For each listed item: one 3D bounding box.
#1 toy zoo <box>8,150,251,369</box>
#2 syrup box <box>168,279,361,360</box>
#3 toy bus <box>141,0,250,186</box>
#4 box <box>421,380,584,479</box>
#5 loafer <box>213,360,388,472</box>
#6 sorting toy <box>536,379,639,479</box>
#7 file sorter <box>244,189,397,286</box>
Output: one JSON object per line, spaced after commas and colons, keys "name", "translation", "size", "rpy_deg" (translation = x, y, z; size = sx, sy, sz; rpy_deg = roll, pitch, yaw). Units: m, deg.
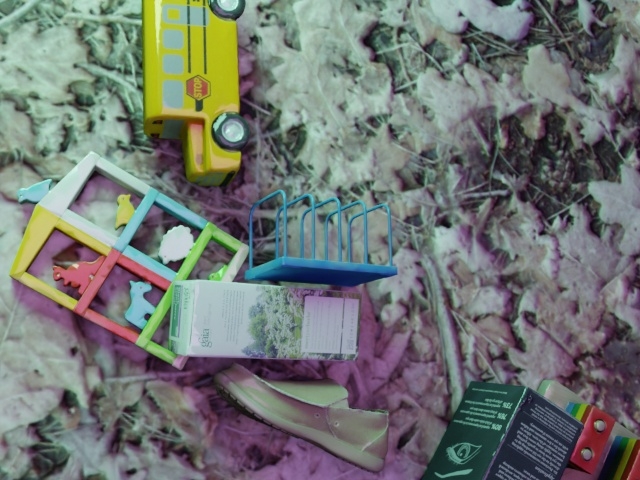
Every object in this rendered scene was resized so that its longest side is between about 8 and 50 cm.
{"name": "toy zoo", "translation": [-0.263, 0.016, 0.970], "size": [0.293, 0.030, 0.192], "rpy_deg": [31, 74, -11]}
{"name": "syrup box", "translation": [-0.071, 0.105, 0.963], "size": [0.237, 0.096, 0.093], "rpy_deg": [6, 85, -25]}
{"name": "toy bus", "translation": [-0.172, -0.244, 0.995], "size": [0.130, 0.108, 0.332], "rpy_deg": [0, 82, -17]}
{"name": "box", "translation": [0.241, 0.311, 1.024], "size": [0.108, 0.153, 0.207], "rpy_deg": [34, 75, -11]}
{"name": "loafer", "translation": [-0.018, 0.221, 0.988], "size": [0.269, 0.102, 0.092], "rpy_deg": [31, 73, -21]}
{"name": "sorting toy", "translation": [0.402, 0.383, 1.097], "size": [0.257, 0.089, 0.255], "rpy_deg": [34, 74, -11]}
{"name": "file sorter", "translation": [0.000, 0.000, 0.996], "size": [0.171, 0.118, 0.104], "rpy_deg": [6, 77, -28]}
